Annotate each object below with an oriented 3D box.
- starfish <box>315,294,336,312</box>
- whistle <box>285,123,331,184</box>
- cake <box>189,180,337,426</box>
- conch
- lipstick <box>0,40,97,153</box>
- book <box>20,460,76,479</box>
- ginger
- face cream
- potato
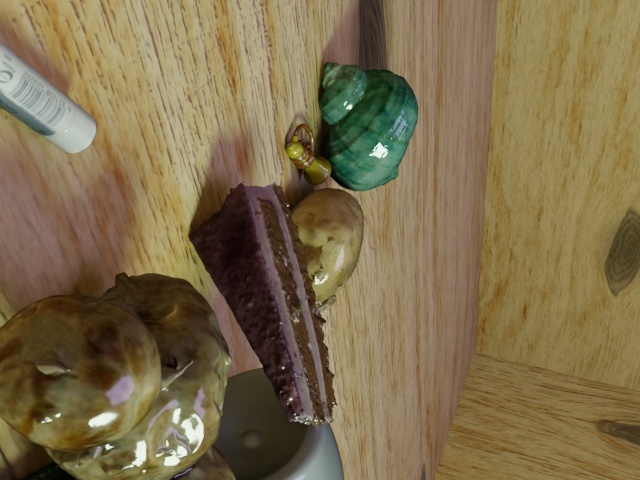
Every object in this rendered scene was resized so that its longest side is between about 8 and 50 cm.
[{"bbox_3d":[-0.012,0.125,1.382,0.240,0.043,0.227,-21,123,-72],"label":"starfish"},{"bbox_3d":[-0.017,-0.129,1.212,0.057,0.046,0.109,-49,152,-4],"label":"whistle"},{"bbox_3d":[-0.062,0.079,0.957,0.116,0.112,0.295,15,50,-63],"label":"cake"},{"bbox_3d":[0.062,-0.180,1.271,0.134,0.196,0.202,-18,93,-54],"label":"conch"},{"bbox_3d":[-0.224,-0.111,0.630,0.141,0.040,0.040,47,57,-68],"label":"lipstick"},{"bbox_3d":[-0.270,0.341,0.775,0.371,0.043,0.260,-19,117,-70],"label":"book"},{"bbox_3d":[-0.165,0.193,0.729,0.256,0.176,0.375,-73,159,-64],"label":"ginger"},{"bbox_3d":[-0.087,0.359,1.025,0.312,0.219,0.357,-68,165,-55],"label":"face cream"},{"bbox_3d":[0.001,-0.004,1.238,0.161,0.128,0.235,104,6,-51],"label":"potato"}]
